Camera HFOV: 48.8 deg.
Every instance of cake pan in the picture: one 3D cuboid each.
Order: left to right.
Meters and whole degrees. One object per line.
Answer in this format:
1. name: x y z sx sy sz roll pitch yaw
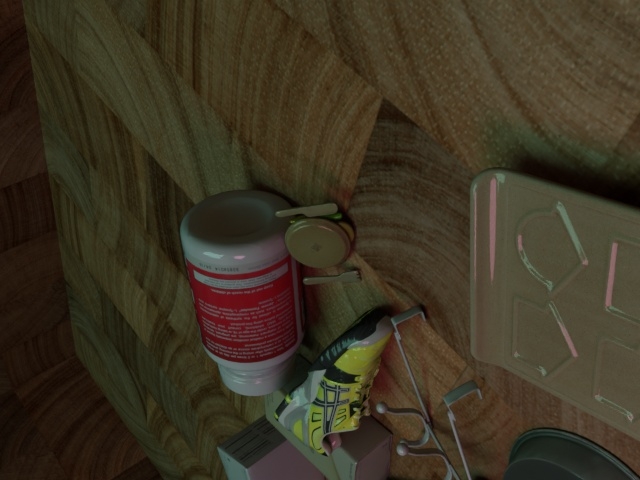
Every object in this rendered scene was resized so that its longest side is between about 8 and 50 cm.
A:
1. cake pan: 0.403 0.434 1.099 0.293 0.054 0.293 34 139 36

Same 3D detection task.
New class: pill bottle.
1. pill bottle: -0.149 0.119 1.466 0.229 0.229 0.407 31 137 39

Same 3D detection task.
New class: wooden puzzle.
1. wooden puzzle: 0.353 0.082 0.880 0.348 0.080 0.322 22 132 39

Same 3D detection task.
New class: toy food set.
1. toy food set: 0.000 0.000 1.296 0.132 0.038 0.192 -5 130 16

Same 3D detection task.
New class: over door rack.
1. over door rack: 0.176 0.308 1.192 0.239 0.108 0.324 -122 20 -58

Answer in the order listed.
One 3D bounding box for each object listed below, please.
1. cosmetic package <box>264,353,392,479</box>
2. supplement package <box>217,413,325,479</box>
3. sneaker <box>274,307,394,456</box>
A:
1. cosmetic package: 0.010 0.417 1.587 0.309 0.113 0.160 35 140 37
2. supplement package: -0.116 0.608 1.827 0.145 0.204 0.262 12 123 50
3. sneaker: 0.054 0.276 1.371 0.147 0.145 0.384 43 132 13
